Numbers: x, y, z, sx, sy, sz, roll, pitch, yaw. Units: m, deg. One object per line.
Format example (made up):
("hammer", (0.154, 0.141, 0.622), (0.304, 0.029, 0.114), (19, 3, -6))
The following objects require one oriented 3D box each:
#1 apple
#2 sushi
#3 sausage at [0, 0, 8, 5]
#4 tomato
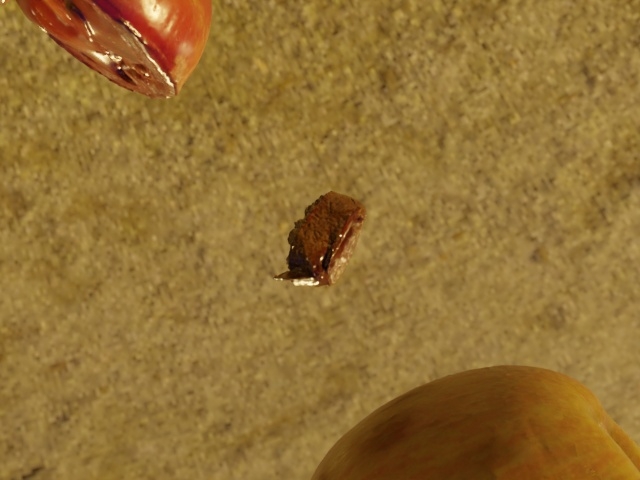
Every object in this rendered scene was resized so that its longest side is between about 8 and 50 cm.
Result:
("apple", (0.126, 0.209, 0.843), (0.264, 0.264, 0.264), (-16, 147, -11))
("sushi", (0.000, 0.000, 1.147), (0.055, 0.120, 0.052), (16, 152, 19))
("sausage", (-0.430, -0.324, 1.348), (0.078, 0.078, 0.304), (-37, 157, 21))
("tomato", (-0.183, -0.238, 1.157), (0.200, 0.233, 0.139), (44, 78, -26))
